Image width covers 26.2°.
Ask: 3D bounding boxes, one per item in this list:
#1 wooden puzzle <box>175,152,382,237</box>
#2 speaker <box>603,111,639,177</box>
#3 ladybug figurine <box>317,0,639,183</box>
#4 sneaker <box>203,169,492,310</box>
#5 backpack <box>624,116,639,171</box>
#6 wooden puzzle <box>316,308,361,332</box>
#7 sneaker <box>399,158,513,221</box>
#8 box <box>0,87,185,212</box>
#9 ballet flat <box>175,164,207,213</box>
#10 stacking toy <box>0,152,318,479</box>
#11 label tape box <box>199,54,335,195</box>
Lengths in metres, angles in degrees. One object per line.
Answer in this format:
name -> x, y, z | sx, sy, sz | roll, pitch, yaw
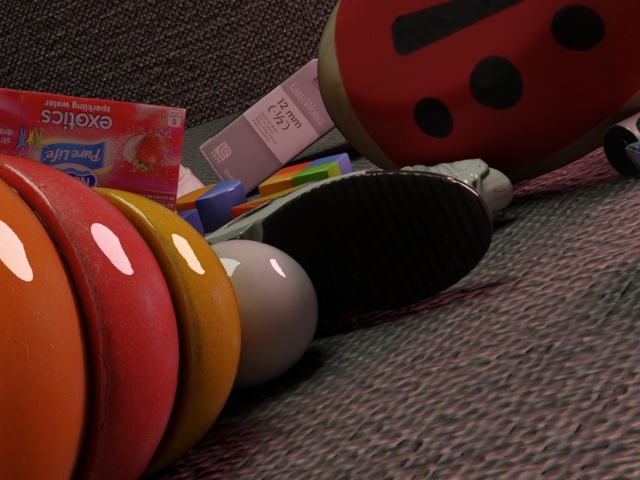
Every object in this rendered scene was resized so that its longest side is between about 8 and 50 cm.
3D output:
wooden puzzle -> -0.095, -0.023, 1.653 | 0.348, 0.080, 0.322 | -17, 12, 21
speaker -> 0.337, -0.109, 1.323 | 0.136, 0.055, 0.055 | -27, 12, -27
ladybug figurine -> 0.167, -0.213, 1.396 | 0.449, 0.305, 0.162 | -21, -14, 37
sneaker -> 0.000, 0.000, 1.195 | 0.330, 0.122, 0.146 | -15, 14, 25
backpack -> 0.294, -0.059, 1.038 | 0.084, 0.105, 0.114 | -44, 13, -3
wooden puzzle -> 0.007, 0.067, 1.201 | 0.049, 0.006, 0.083 | -28, 13, -33
sneaker -> 0.121, -0.038, 1.299 | 0.115, 0.090, 0.232 | -14, 13, 16
box -> -0.297, -0.104, 1.605 | 0.257, 0.128, 0.122 | 5, 2, -19
ballet flat -> -0.254, -0.069, 2.053 | 0.139, 0.139, 0.400 | -19, 10, 10
stacking toy -> -0.167, 0.069, 0.943 | 0.350, 0.350, 0.480 | -11, -3, 43
label tape box -> -0.006, -0.229, 2.185 | 0.348, 0.115, 0.249 | -38, 5, 16
